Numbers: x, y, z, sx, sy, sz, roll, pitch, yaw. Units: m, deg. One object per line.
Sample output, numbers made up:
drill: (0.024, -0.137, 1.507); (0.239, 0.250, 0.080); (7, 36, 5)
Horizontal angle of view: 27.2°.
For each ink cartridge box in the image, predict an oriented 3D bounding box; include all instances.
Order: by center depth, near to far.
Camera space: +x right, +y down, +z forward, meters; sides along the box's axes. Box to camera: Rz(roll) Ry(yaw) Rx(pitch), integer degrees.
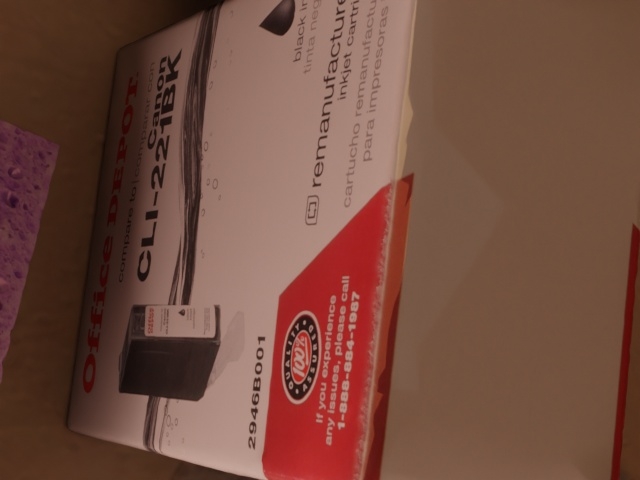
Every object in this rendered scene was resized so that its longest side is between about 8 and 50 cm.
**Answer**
ink cartridge box: (0.000, 0.000, 0.557); (0.114, 0.273, 0.197); (10, 82, -29)

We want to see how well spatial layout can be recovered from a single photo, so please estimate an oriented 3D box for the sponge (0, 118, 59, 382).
sponge: (-0.182, 0.024, 0.533); (0.117, 0.031, 0.210); (27, 51, -28)
